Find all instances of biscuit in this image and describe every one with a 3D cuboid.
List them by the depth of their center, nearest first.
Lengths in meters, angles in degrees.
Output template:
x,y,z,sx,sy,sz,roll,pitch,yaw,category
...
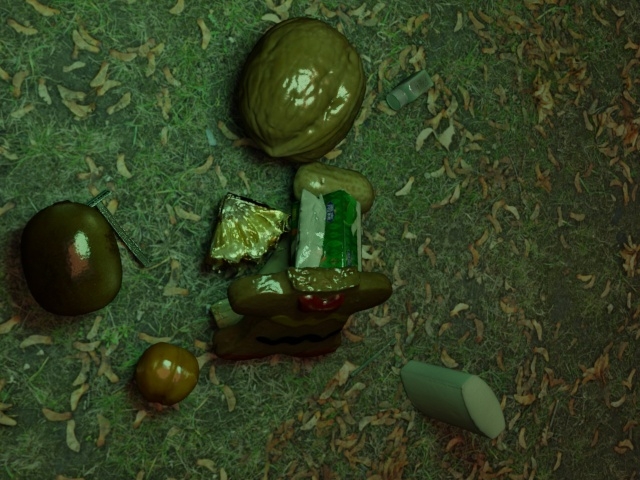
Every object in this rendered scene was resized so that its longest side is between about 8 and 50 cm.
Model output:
x,y,z,sx,sy,sz,roll,pitch,yaw,category
-0.058,0.179,1.590,0.368,0.394,0.076,2,59,-27,biscuit

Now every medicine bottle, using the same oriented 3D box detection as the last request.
x,y,z,sx,sy,sz,roll,pitch,yaw,category
0.233,-0.398,1.902,0.118,0.074,0.055,-39,107,-22,medicine bottle

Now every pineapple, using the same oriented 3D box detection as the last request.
x,y,z,sx,sy,sz,roll,pitch,yaw,category
-0.181,-0.023,1.669,0.236,0.114,0.186,-33,92,-22,pineapple

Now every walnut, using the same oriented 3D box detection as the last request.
x,y,z,sx,sy,sz,roll,pitch,yaw,category
-0.045,-0.338,1.650,0.333,0.333,0.332,0,90,-27,walnut

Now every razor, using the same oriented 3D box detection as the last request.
x,y,z,sx,sy,sz,roll,pitch,yaw,category
-0.439,-0.020,1.582,0.068,0.037,0.191,-43,110,-25,razor

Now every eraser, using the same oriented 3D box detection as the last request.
x,y,z,sx,sy,sz,roll,pitch,yaw,category
0.333,0.403,1.840,0.095,0.270,0.174,-37,105,-24,eraser

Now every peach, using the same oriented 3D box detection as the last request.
x,y,z,sx,sy,sz,roll,pitch,yaw,category
-0.339,0.297,1.581,0.138,0.138,0.138,0,90,-27,peach

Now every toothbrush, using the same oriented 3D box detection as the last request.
x,y,z,sx,sy,sz,roll,pitch,yaw,category
0.142,0.308,1.886,0.167,0.014,0.011,-35,114,-23,toothbrush

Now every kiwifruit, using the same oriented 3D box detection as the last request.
x,y,z,sx,sy,sz,roll,pitch,yaw,category
-0.507,0.034,1.461,0.196,0.196,0.233,-9,98,-27,kiwifruit

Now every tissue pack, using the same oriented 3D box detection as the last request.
x,y,z,sx,sy,sz,roll,pitch,yaw,category
0.001,0.001,1.614,0.156,0.148,0.208,31,54,-53,tissue pack

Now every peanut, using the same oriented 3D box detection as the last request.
x,y,z,sx,sy,sz,roll,pitch,yaw,category
0.038,-0.125,1.769,0.253,0.137,0.122,7,84,-29,peanut

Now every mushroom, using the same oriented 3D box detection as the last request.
x,y,z,sx,sy,sz,roll,pitch,yaw,category
-0.113,0.093,1.721,0.123,0.095,0.351,44,69,8,mushroom
